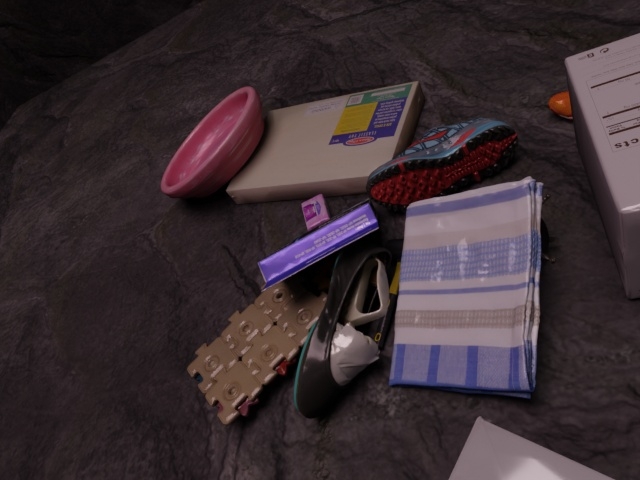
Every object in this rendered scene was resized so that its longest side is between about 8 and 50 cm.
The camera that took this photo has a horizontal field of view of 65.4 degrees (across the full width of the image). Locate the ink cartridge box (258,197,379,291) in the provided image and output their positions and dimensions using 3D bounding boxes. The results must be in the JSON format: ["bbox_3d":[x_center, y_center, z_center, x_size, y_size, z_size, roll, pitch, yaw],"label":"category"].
[{"bbox_3d":[0.000,0.000,0.832,0.206,0.045,0.208,-29,4,9],"label":"ink cartridge box"}]

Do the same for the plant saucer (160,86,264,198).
[{"bbox_3d":[-0.253,-0.226,1.219,0.332,0.084,0.332,-33,33,25],"label":"plant saucer"}]

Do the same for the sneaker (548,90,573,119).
[{"bbox_3d":[0.455,-0.231,0.797,0.175,0.067,0.064,11,62,42],"label":"sneaker"}]

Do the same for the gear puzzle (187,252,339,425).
[{"bbox_3d":[-0.064,0.142,0.841,0.339,0.044,0.175,-45,40,-12],"label":"gear puzzle"}]

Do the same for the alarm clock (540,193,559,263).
[{"bbox_3d":[0.242,0.003,0.731,0.192,0.064,0.129,-11,56,35],"label":"alarm clock"}]

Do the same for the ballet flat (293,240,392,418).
[{"bbox_3d":[0.042,0.120,0.724,0.096,0.095,0.280,-4,58,38],"label":"ballet flat"}]

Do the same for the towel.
[{"bbox_3d":[0.190,0.059,0.675,0.209,0.034,0.285,-9,63,42],"label":"towel"}]

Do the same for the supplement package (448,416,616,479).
[{"bbox_3d":[0.210,0.281,0.400,0.194,0.203,0.149,15,63,43],"label":"supplement package"}]

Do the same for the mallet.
[{"bbox_3d":[0.122,0.078,0.774,0.062,0.039,0.189,-8,53,33],"label":"mallet"}]

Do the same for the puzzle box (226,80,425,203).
[{"bbox_3d":[0.006,-0.207,1.093,0.409,0.052,0.272,-1,53,34],"label":"puzzle box"}]

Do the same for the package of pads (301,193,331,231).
[{"bbox_3d":[-0.006,-0.048,0.973,0.050,0.032,0.083,-26,43,10],"label":"package of pads"}]

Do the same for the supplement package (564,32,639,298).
[{"bbox_3d":[0.432,-0.105,0.615,0.175,0.177,0.293,-13,47,24],"label":"supplement package"}]

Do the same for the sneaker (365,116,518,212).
[{"bbox_3d":[0.203,-0.138,0.881,0.262,0.104,0.125,-20,31,8],"label":"sneaker"}]
